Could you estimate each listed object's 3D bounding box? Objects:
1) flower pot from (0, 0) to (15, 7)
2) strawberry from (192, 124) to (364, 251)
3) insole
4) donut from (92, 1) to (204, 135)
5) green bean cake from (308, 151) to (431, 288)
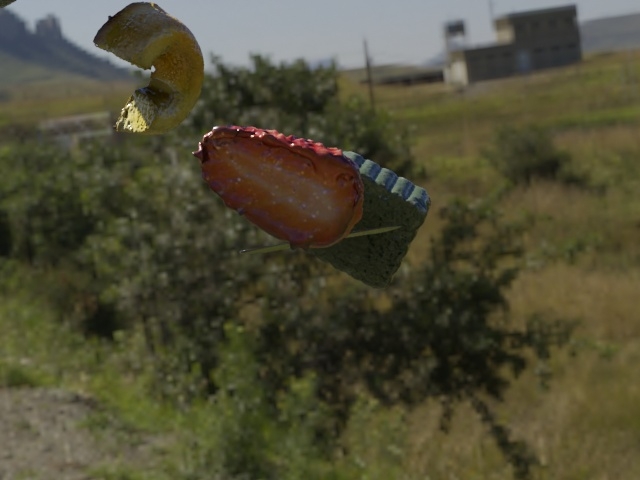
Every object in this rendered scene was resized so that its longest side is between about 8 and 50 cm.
[{"bbox_3d":[-0.405,-0.435,1.684,0.282,0.299,0.299,18,-13,-41],"label":"flower pot"},{"bbox_3d":[-0.038,-0.070,1.467,0.188,0.121,0.082,31,21,-1],"label":"strawberry"},{"bbox_3d":[0.000,0.000,1.698,0.253,0.005,0.086,-10,-4,44],"label":"insole"},{"bbox_3d":[-0.211,-0.223,1.791,0.078,0.181,0.146,21,45,36],"label":"donut"},{"bbox_3d":[0.070,-0.036,2.290,0.185,0.183,0.094,27,28,2],"label":"green bean cake"}]
